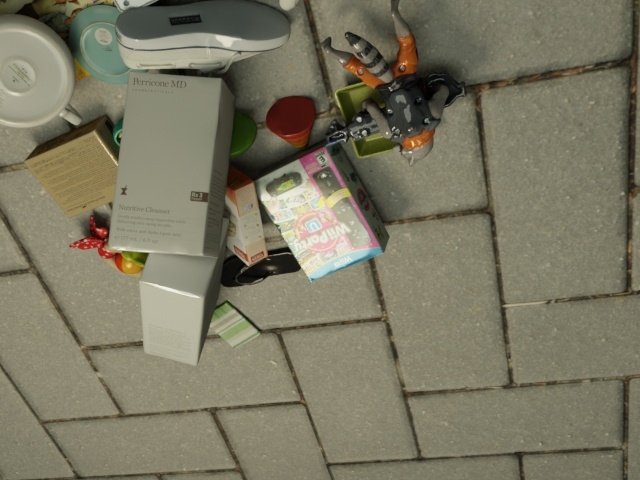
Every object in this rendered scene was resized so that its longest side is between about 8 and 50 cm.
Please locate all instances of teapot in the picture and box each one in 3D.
[{"bbox_3d":[-0.657,-0.372,1.531,0.252,0.187,0.256,-5,114,-22],"label":"teapot"}]

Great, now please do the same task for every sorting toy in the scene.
[{"bbox_3d":[-0.175,-0.228,1.686,0.366,0.127,0.126,-15,147,6],"label":"sorting toy"}]

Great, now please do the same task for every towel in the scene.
[{"bbox_3d":[-0.269,0.254,2.121,0.113,0.023,0.152,-32,115,25],"label":"towel"}]

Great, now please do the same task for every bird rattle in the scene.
[{"bbox_3d":[-0.547,0.043,1.938,0.253,0.143,0.207,0,143,11],"label":"bird rattle"}]

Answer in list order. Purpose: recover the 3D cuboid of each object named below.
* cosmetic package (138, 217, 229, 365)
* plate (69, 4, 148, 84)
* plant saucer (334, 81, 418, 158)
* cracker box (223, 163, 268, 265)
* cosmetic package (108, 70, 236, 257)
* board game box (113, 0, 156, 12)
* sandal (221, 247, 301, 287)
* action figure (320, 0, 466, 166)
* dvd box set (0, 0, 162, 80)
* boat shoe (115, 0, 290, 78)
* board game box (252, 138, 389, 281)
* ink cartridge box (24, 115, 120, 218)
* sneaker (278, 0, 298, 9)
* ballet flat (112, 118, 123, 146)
[{"bbox_3d":[-0.355,0.131,1.820,0.161,0.230,0.453,15,148,-4],"label":"cosmetic package"},{"bbox_3d":[-0.468,-0.427,1.556,0.188,0.024,0.188,4,130,5],"label":"plate"},{"bbox_3d":[0.149,-0.299,1.629,0.188,0.045,0.188,-12,124,16],"label":"plant saucer"},{"bbox_3d":[-0.215,-0.070,1.782,0.067,0.156,0.232,-28,130,-25],"label":"cracker box"},{"bbox_3d":[-0.319,-0.161,1.541,0.217,0.156,0.385,4,88,6],"label":"cosmetic package"},{"bbox_3d":[-0.310,-0.696,1.347,0.390,0.050,0.390,-22,121,9],"label":"board game box"},{"bbox_3d":[-0.174,0.078,1.951,0.254,0.054,0.097,-16,123,19],"label":"sandal"},{"bbox_3d":[0.123,-0.298,1.499,0.341,0.178,0.330,-27,108,21],"label":"action figure"},{"bbox_3d":[-0.577,-0.511,1.559,0.420,0.062,0.307,-16,124,19],"label":"dvd box set"},{"bbox_3d":[-0.250,-0.414,1.519,0.367,0.136,0.156,-10,152,-17],"label":"boat shoe"},{"bbox_3d":[0.003,-0.075,1.750,0.224,0.097,0.303,-23,108,24],"label":"board game box"},{"bbox_3d":[-0.595,-0.184,1.791,0.235,0.088,0.193,-18,124,19],"label":"ink cartridge box"},{"bbox_3d":[0.018,-0.577,1.394,0.152,0.114,0.305,29,125,-12],"label":"sneaker"},{"bbox_3d":[-0.394,-0.229,1.730,0.247,0.087,0.083,17,127,-5],"label":"ballet flat"}]
